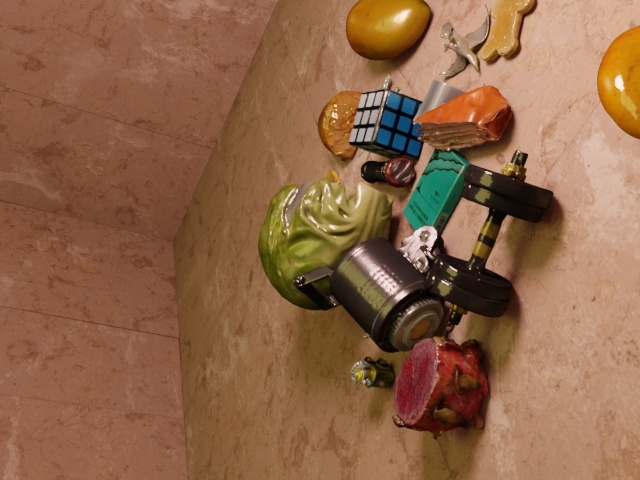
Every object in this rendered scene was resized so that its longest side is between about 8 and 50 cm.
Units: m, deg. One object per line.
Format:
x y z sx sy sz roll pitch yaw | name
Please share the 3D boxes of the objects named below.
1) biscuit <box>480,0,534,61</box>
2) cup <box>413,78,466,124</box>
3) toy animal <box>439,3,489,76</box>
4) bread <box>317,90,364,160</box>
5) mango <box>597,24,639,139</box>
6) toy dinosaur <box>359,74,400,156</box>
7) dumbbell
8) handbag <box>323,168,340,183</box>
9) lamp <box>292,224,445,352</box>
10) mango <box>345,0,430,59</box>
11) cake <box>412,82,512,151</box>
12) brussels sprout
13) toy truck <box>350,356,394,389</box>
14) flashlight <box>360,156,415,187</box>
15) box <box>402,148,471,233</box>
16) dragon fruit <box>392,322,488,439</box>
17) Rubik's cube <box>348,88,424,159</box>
0.464 -0.554 1.754 0.153 0.030 0.234 15 90 65 | biscuit
0.310 -0.348 1.899 0.129 0.095 0.128 -66 23 13 | cup
0.360 -0.490 1.869 0.219 0.095 0.155 -54 28 41 | toy animal
0.064 -0.392 2.415 0.143 0.140 0.229 -176 101 -74 | bread
0.561 -0.266 1.252 0.126 0.154 0.252 125 163 -52 | mango
0.175 -0.380 2.255 0.242 0.053 0.167 -61 26 29 | toy dinosaur
0.347 -0.002 1.510 0.185 0.185 0.388 41 114 63 | dumbbell
0.038 -0.202 2.483 0.061 0.027 0.083 -62 29 25 | handbag
0.156 0.142 1.741 0.374 0.205 0.272 -28 52 12 | lamp
0.204 -0.662 2.221 0.317 0.173 0.211 12 82 54 | mango
0.342 -0.291 1.753 0.287 0.098 0.135 -4 59 52 | cake
0.006 0.019 2.054 0.425 0.343 0.361 173 103 -68 | brussels sprout
0.134 0.351 1.862 0.076 0.111 0.077 -65 32 24 | toy truck
0.190 -0.200 2.091 0.232 0.093 0.093 -158 83 -70 | flashlight
0.299 -0.124 1.853 0.226 0.042 0.161 -65 27 22 | box
0.273 0.313 1.568 0.211 0.147 0.282 -106 39 -64 | dragon fruit
0.197 -0.326 2.044 0.163 0.162 0.160 16 90 67 | Rubik's cube
